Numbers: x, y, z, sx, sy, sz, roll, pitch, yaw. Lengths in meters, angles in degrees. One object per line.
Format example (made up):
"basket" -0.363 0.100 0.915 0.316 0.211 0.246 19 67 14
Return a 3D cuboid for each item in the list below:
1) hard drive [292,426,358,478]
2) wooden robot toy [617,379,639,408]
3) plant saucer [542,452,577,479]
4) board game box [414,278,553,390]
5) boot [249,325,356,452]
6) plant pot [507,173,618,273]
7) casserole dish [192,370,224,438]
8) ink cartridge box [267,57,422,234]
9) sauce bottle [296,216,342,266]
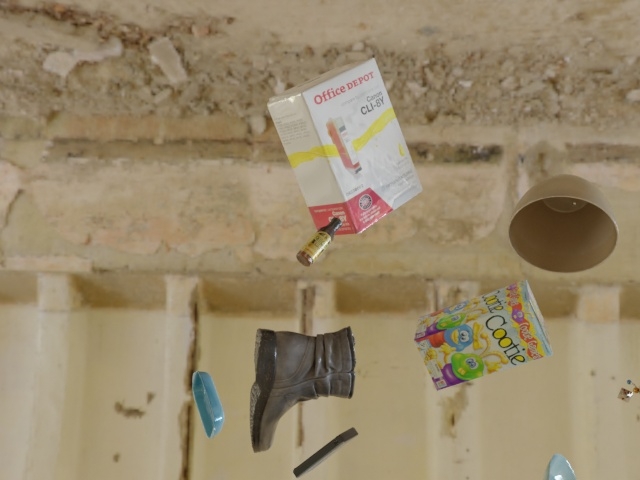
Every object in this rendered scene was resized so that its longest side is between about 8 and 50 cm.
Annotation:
"hard drive" 0.011 0.451 1.583 0.135 0.022 0.094 -41 164 15
"wooden robot toy" 0.807 0.378 1.808 0.173 0.076 0.079 -5 169 29
"plant saucer" 0.496 0.541 1.536 0.037 0.194 0.195 -21 165 30
"board game box" 0.376 0.219 1.731 0.275 0.142 0.144 -22 -169 17
"boot" -0.036 0.332 1.602 0.223 0.338 0.118 3 -144 -10
"plant pot" 0.671 -0.073 2.056 0.284 0.191 0.284 11 135 11
"casserole dish" -0.292 0.425 1.944 0.037 0.188 0.114 -7 139 -25
"ink cartridge box" 0.068 -0.241 1.932 0.279 0.384 0.160 -33 -162 -34
"sauce bottle" 0.000 0.000 1.588 0.042 0.128 0.042 30 153 18
